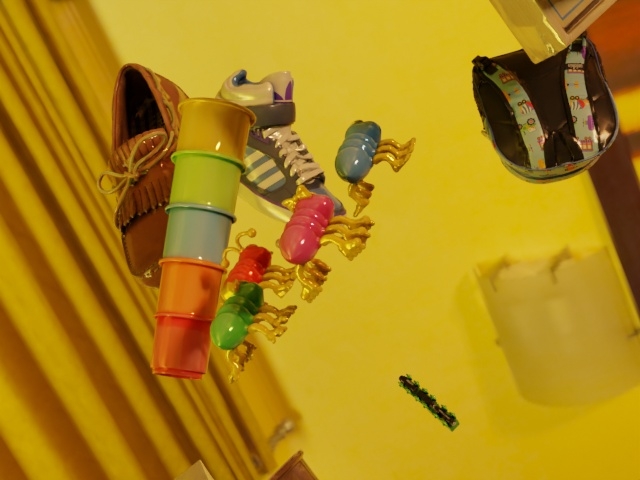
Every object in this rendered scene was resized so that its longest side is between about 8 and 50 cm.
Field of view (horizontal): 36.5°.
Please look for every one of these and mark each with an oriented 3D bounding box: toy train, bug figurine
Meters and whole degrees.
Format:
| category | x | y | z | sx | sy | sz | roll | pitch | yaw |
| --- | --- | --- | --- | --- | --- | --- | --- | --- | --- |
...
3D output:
| category | x | y | z | sx | sy | sz | roll | pitch | yaw |
| --- | --- | --- | --- | --- | --- | --- | --- | --- | --- |
| toy train | 0.111 | 0.167 | 1.002 | 0.017 | 0.024 | 0.083 | -44 | -130 | -9 |
| bug figurine | -0.028 | 0.003 | 0.918 | 0.279 | 0.072 | 0.216 | -48 | -169 | 30 |

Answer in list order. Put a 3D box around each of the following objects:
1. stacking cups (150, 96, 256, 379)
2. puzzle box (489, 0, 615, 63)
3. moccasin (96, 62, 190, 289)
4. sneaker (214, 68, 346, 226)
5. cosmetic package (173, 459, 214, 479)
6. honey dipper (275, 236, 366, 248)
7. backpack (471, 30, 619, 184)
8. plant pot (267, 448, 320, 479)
| category | x | y | z | sx | sy | sz | roll | pitch | yaw |
| --- | --- | --- | --- | --- | --- | --- | --- | --- | --- |
| stacking cups | -0.145 | 0.000 | 1.121 | 0.096 | 0.316 | 0.096 | 8 | 170 | 2 |
| puzzle box | 0.259 | -0.391 | 0.932 | 0.409 | 0.272 | 0.052 | -44 | -168 | -24 |
| moccasin | -0.231 | -0.099 | 1.323 | 0.139 | 0.147 | 0.380 | -24 | -131 | 23 |
| sneaker | -0.068 | -0.179 | 1.757 | 0.322 | 0.236 | 0.130 | 29 | -154 | 23 |
| cosmetic package | -0.172 | 0.416 | 1.495 | 0.060 | 0.099 | 0.239 | -36 | -175 | -10 |
| honey dipper | 0.000 | 0.000 | 1.714 | 0.160 | 0.031 | 0.030 | -3 | -162 | 1 |
| backpack | 0.268 | -0.140 | 1.143 | 0.158 | 0.117 | 0.173 | -14 | -122 | 7 |
| plant pot | -0.017 | 0.284 | 0.778 | 0.167 | 0.165 | 0.167 | -45 | 172 | -8 |
